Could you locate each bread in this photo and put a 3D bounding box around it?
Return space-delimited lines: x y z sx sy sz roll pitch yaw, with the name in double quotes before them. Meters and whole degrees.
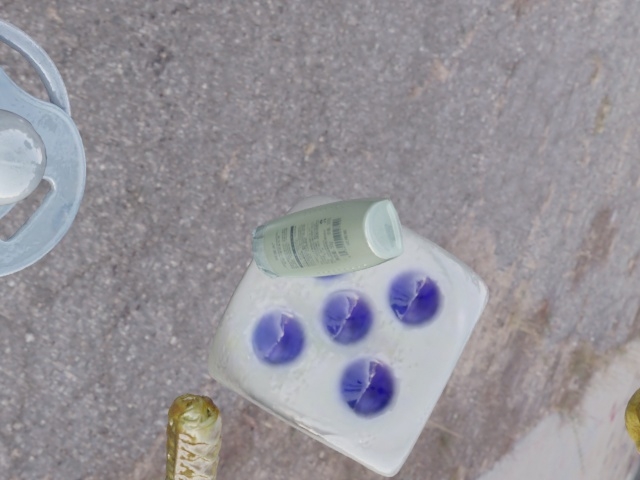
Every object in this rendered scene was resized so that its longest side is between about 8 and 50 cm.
"bread" -0.207 0.372 1.369 0.077 0.084 0.368 -13 135 -27

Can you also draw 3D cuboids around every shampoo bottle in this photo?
"shampoo bottle" 0.000 0.000 0.881 0.049 0.212 0.072 -20 97 -34

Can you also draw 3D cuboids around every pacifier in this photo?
"pacifier" -0.311 -0.090 0.788 0.238 0.225 0.287 -50 129 -18

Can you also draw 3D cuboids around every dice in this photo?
"dice" 0.043 0.131 1.231 0.304 0.304 0.277 -61 170 -10

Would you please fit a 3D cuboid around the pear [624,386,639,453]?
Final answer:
"pear" 0.556 0.275 1.317 0.178 0.178 0.178 -42 143 -42
